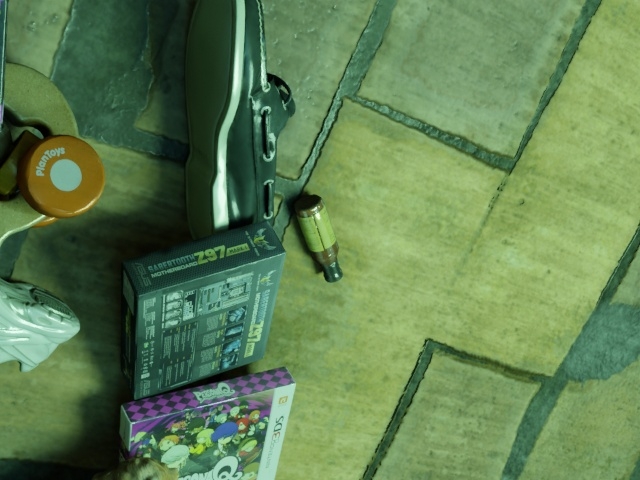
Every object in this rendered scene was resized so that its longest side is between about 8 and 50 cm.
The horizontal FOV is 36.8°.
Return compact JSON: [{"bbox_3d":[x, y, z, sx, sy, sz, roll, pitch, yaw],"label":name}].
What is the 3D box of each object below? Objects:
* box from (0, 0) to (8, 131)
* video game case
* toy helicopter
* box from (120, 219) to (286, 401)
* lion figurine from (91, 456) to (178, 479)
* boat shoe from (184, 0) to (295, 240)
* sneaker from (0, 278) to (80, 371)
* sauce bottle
[{"bbox_3d":[-0.343,-0.183,0.867,0.116,0.029,0.162,5,114,-16],"label":"box"},{"bbox_3d":[-0.157,0.277,1.285,0.232,0.042,0.210,-9,130,-28],"label":"video game case"},{"bbox_3d":[-0.407,-0.068,0.935,0.355,0.140,0.235,-33,103,-28],"label":"toy helicopter"},{"bbox_3d":[-0.146,0.088,1.164,0.183,0.059,0.232,-16,147,-23],"label":"box"},{"bbox_3d":[-0.354,0.395,1.147,0.392,0.240,0.142,-7,161,1],"label":"lion figurine"},{"bbox_3d":[-0.084,-0.142,1.112,0.113,0.127,0.340,-11,118,-29],"label":"boat shoe"},{"bbox_3d":[-0.384,0.086,1.059,0.232,0.090,0.115,34,95,-36],"label":"sneaker"},{"bbox_3d":[0.000,0.000,1.281,0.042,0.042,0.128,-29,125,-18],"label":"sauce bottle"}]
